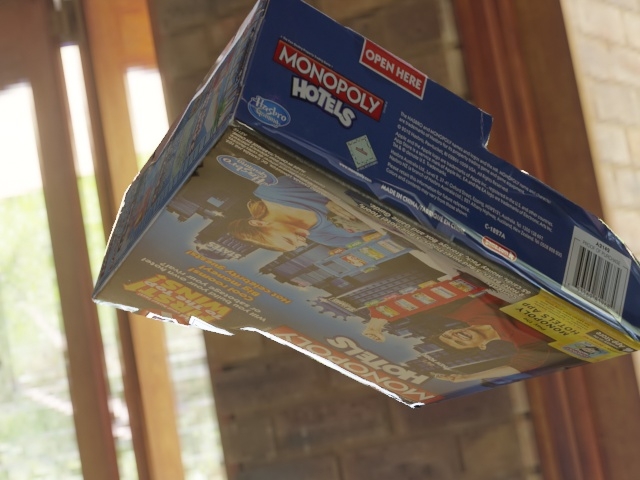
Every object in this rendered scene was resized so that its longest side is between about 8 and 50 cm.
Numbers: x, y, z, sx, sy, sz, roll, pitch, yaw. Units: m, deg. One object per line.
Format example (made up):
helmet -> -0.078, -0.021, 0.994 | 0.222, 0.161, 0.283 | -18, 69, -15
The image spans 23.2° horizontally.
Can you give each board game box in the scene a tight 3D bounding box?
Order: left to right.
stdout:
board game box -> 0.000, 0.000, 0.633 | 0.194, 0.060, 0.194 | 28, 152, -26
